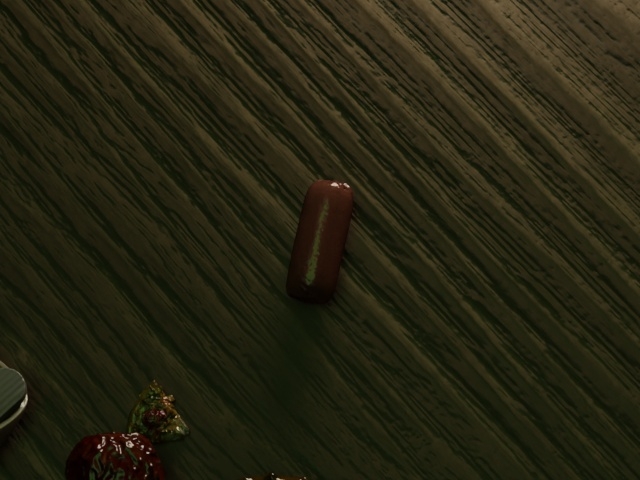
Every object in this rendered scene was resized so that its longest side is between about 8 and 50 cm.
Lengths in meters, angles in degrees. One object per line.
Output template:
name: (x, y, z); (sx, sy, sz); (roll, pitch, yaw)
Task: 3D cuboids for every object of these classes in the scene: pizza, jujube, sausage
pizza: (-0.193, 0.213, 1.877); (0.078, 0.025, 0.083); (16, 75, 15)
jujube: (-0.239, 0.310, 1.814); (0.112, 0.109, 0.176); (-6, 82, 31)
sausage: (0.000, 0.000, 1.894); (0.062, 0.062, 0.154); (10, 76, 11)

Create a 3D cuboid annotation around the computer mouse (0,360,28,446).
computer mouse: (-0.463, 0.229, 1.884); (0.145, 0.082, 0.236); (41, 84, 18)

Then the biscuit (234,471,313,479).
biscuit: (-0.064, 0.403, 1.754); (0.296, 0.075, 0.296); (0, 81, -1)
